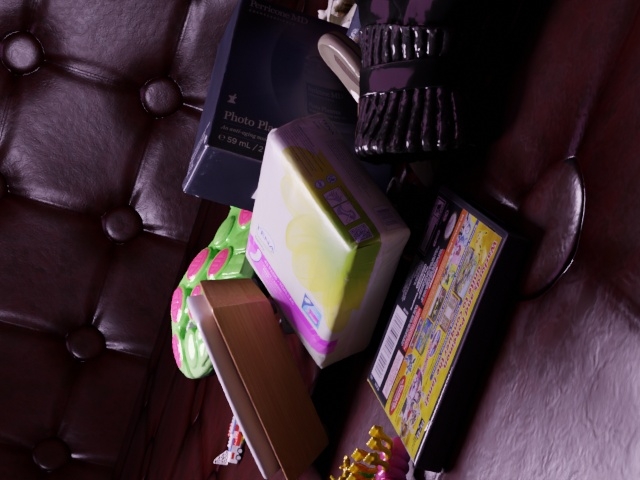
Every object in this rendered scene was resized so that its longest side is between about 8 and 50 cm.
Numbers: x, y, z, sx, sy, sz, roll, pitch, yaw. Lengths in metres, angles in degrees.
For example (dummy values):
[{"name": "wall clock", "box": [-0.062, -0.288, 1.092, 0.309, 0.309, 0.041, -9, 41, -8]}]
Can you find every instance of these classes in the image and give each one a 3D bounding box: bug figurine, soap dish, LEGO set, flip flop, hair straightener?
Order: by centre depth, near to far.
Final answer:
[{"name": "bug figurine", "box": [0.048, 0.339, 1.191, 0.279, 0.072, 0.216, 118, 169, -55]}, {"name": "flip flop", "box": [0.071, -0.172, 1.406, 0.080, 0.277, 0.112, -33, -18, -14]}, {"name": "hair straightener", "box": [0.122, -0.038, 1.411, 0.230, 0.047, 0.089, -110, 38, -75]}, {"name": "soap dish", "box": [-0.096, 0.199, 1.573, 0.229, 0.118, 0.290, -148, 34, -76]}, {"name": "LEGO set", "box": [-0.156, 0.326, 2.045, 0.244, 0.060, 0.182, -91, 18, -50]}]

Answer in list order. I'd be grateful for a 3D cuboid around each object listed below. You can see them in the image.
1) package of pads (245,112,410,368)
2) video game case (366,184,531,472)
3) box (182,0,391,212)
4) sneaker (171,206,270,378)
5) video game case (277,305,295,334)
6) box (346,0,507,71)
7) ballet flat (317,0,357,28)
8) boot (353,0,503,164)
[{"name": "package of pads", "box": [0.000, 0.000, 1.402, 0.229, 0.101, 0.296, 56, 151, 27]}, {"name": "video game case", "box": [0.139, 0.091, 1.195, 0.248, 0.035, 0.274, -123, 51, -72]}, {"name": "box", "box": [-0.037, -0.198, 1.666, 0.183, 0.296, 0.294, 131, 152, -61]}, {"name": "sneaker", "box": [-0.096, 0.036, 1.809, 0.185, 0.202, 0.482, 9, 66, 52]}, {"name": "video game case", "box": [-0.022, 0.036, 1.586, 0.183, 0.023, 0.201, -18, 86, 52]}, {"name": "box", "box": [0.136, -0.297, 1.412, 0.233, 0.059, 0.183, 41, 117, 45]}, {"name": "ballet flat", "box": [0.096, -0.450, 1.783, 0.409, 0.147, 0.147, 131, 152, -58]}, {"name": "boot", "box": [0.171, -0.239, 1.221, 0.348, 0.131, 0.260, -17, 71, 50]}]
